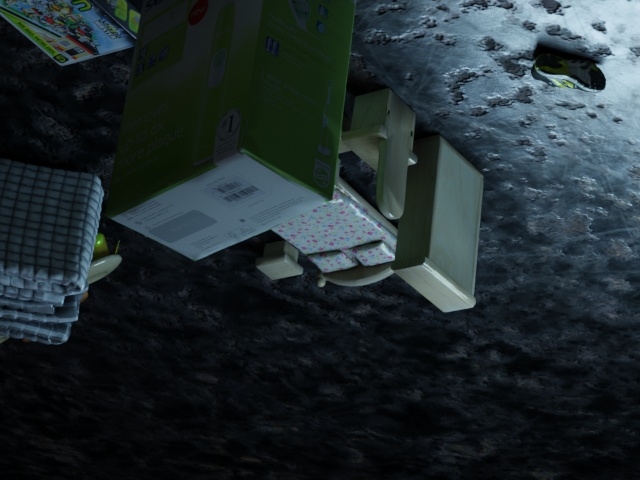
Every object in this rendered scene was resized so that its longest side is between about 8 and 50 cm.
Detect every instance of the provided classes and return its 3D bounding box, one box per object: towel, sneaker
[{"bbox_3d":[-0.409,0.001,2.167,0.283,0.235,0.121,9,127,-9],"label":"towel"},{"bbox_3d":[0.261,-0.175,1.919,0.083,0.031,0.035,18,164,-11],"label":"sneaker"}]

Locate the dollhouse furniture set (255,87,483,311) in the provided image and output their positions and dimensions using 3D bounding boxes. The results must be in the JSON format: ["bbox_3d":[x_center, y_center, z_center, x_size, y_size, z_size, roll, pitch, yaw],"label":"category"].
[{"bbox_3d":[0.000,0.000,2.150,0.355,0.174,0.303,-12,146,32],"label":"dollhouse furniture set"}]

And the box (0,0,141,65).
[{"bbox_3d":[-0.285,-0.259,1.874,0.114,0.036,0.207,-11,147,30],"label":"box"}]

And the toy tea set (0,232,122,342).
[{"bbox_3d":[-0.402,0.049,2.403,0.200,0.124,0.336,-22,170,-30],"label":"toy tea set"}]

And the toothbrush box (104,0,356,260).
[{"bbox_3d":[-0.083,-0.151,1.766,0.122,0.283,0.206,30,145,-34],"label":"toothbrush box"}]
